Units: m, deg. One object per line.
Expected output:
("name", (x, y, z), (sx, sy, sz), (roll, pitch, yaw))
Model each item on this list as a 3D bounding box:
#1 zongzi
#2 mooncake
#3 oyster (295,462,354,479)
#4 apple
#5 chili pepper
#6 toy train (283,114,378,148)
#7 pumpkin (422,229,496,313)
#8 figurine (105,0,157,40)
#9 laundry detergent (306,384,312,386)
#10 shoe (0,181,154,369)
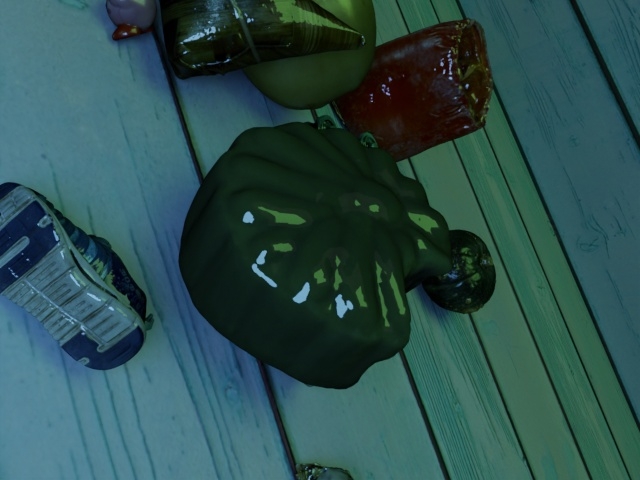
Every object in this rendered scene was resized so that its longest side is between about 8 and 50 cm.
("zongzi", (-0.089, -0.383, 0.933), (0.134, 0.288, 0.286), (-144, -133, -84))
("mooncake", (0.000, 0.000, 0.842), (0.351, 0.187, 0.352), (17, 47, -19))
("oyster", (0.026, 0.352, 0.850), (0.108, 0.053, 0.166), (-29, 100, -41))
("apple", (-0.021, -0.358, 1.114), (0.262, 0.262, 0.263), (37, 40, -38))
("chili pepper", (0.205, -0.307, 1.384), (0.229, 0.305, 0.252), (-39, 112, -53))
("toy train", (0.024, -0.127, 1.174), (0.253, 0.105, 0.158), (11, 73, -54))
("pumpkin", (0.293, 0.065, 1.386), (0.190, 0.146, 0.191), (10, 74, -35))
("figurine", (-0.257, -0.318, 0.898), (0.083, 0.066, 0.071), (-77, 155, -68))
("laundry detergent", (0.003, 0.081, 0.973), (0.143, 0.094, 0.290), (46, 34, -24))
("shoe", (-0.248, 0.031, 0.647), (0.207, 0.091, 0.106), (51, 10, -14))
